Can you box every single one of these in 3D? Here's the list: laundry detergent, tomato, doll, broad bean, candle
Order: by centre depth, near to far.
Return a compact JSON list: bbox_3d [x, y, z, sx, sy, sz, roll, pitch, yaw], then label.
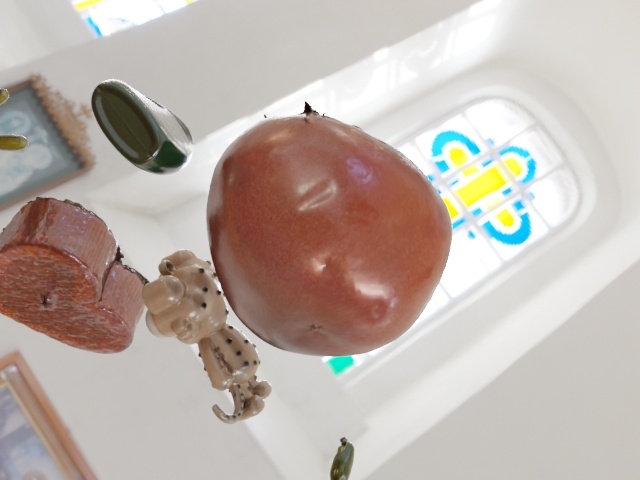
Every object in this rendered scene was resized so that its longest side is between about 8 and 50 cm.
[{"bbox_3d":[-0.216,-0.144,1.198,0.137,0.063,0.211,49,8,3],"label":"laundry detergent"},{"bbox_3d":[0.000,0.000,1.241,0.341,0.272,0.341,17,-27,9],"label":"tomato"},{"bbox_3d":[-0.171,0.148,1.429,0.119,0.154,0.278,-26,-84,21],"label":"doll"},{"bbox_3d":[-0.459,0.073,1.578,0.287,0.131,0.317,3,-39,15],"label":"candle"},{"bbox_3d":[0.014,0.486,1.705,0.053,0.052,0.256,17,-90,50],"label":"broad bean"}]

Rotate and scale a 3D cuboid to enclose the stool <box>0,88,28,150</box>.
[{"bbox_3d":[-0.547,-0.175,1.479,0.110,0.134,0.135,0,-20,37],"label":"stool"}]
